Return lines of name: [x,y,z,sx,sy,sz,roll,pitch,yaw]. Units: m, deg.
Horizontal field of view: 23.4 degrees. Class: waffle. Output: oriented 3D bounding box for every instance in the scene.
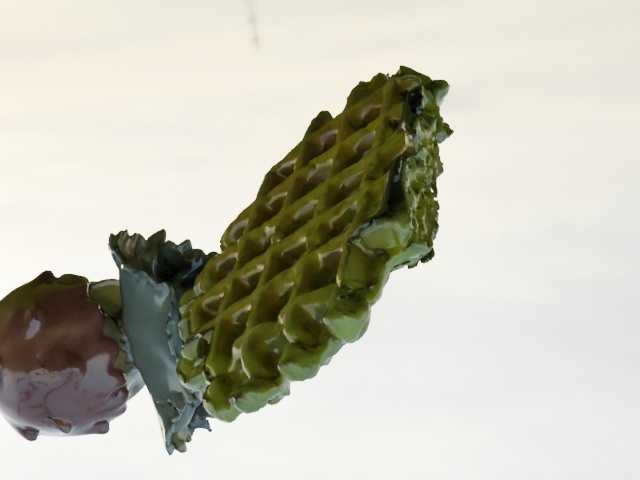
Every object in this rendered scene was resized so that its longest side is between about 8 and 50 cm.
waffle: [-0.003,-0.002,1.161,0.307,0.060,0.312,-49,-158,4]

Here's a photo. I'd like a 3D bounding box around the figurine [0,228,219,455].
figurine: [-0.199,0.096,1.403,0.387,0.207,0.166,-11,-167,27]
